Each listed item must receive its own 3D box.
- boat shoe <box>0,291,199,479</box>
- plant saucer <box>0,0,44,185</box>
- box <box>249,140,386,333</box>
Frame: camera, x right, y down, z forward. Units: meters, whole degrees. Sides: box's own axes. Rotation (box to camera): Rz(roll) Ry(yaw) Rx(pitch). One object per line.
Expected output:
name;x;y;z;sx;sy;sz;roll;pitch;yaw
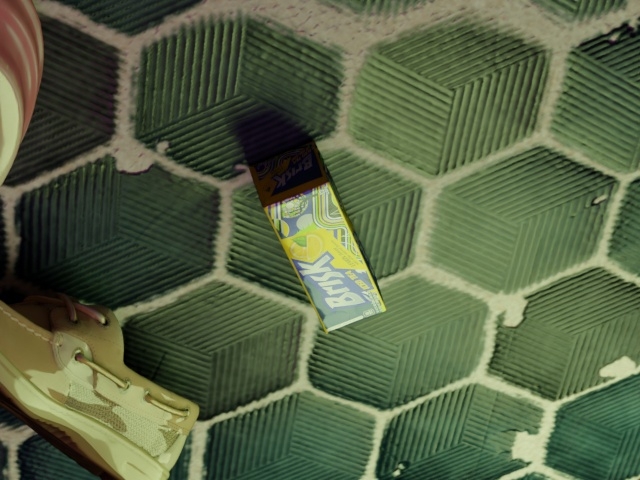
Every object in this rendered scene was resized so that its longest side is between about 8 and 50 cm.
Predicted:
boat shoe;-0.222;0.093;1.409;0.110;0.121;0.341;-57;138;-14
plant saucer;-0.328;-0.069;1.145;0.332;0.084;0.332;-27;150;-17
box;0.000;0.000;1.414;0.059;0.054;0.169;-22;136;4
